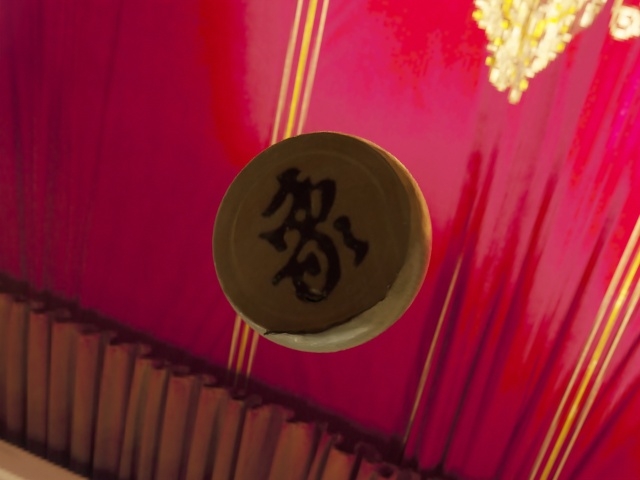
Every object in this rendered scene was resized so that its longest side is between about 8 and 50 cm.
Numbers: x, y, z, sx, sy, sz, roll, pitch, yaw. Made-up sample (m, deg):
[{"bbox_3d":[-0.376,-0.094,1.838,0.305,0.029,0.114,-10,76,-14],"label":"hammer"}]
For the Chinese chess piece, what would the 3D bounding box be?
[{"bbox_3d":[0.000,0.000,0.612,0.144,0.144,0.058,30,178,25],"label":"Chinese chess piece"}]
